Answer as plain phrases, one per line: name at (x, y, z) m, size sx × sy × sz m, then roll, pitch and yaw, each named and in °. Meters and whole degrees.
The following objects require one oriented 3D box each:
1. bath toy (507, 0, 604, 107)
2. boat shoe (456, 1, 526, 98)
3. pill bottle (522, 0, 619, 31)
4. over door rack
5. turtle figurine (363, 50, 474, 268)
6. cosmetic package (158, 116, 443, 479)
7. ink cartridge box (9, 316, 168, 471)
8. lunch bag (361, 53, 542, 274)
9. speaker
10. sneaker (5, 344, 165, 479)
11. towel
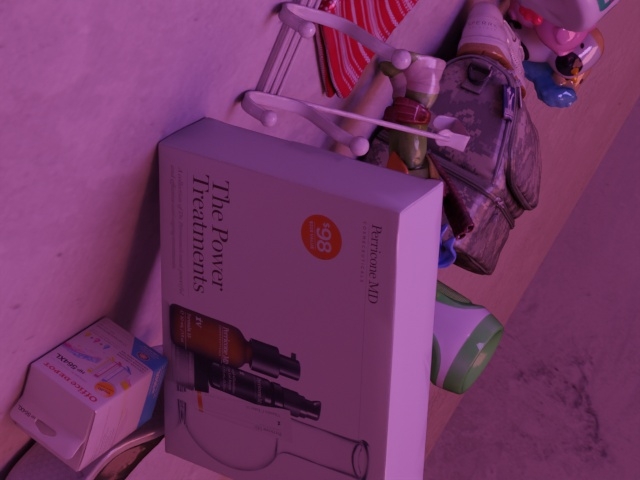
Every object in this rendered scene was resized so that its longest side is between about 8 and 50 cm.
bath toy at (0.341, -0.319, 2.192) m, size 0.348 × 0.151 × 0.129 m, roll 60°, pitch 37°, yaw -68°
boat shoe at (0.254, -0.273, 2.156) m, size 0.277 × 0.098 × 0.096 m, roll 50°, pitch 47°, yaw -76°
pill bottle at (0.399, -0.461, 1.934) m, size 0.361 × 0.204 × 0.204 m, roll -44°, pitch 161°, yaw -7°
over door rack at (0.098, -0.213, 1.618) m, size 0.324 × 0.108 × 0.240 m, roll 4°, pitch 122°, yaw -38°
turtle figurine at (0.054, -0.099, 1.844) m, size 0.198 × 0.274 × 0.266 m, roll 20°, pitch 79°, yaw -63°
cosmetic package at (-0.027, 0.089, 1.527) m, size 0.097 × 0.284 × 0.377 m, roll -36°, pitch 135°, yaw -51°
ink cartridge box at (-0.245, 0.163, 1.555) m, size 0.143 × 0.092 × 0.090 m, roll -35°, pitch 152°, yaw -52°
lunch bag at (0.202, -0.112, 2.114) m, size 0.256 × 0.212 × 0.305 m, roll -62°, pitch 162°, yaw -2°
speaker at (0.093, 0.081, 1.990) m, size 0.131 × 0.296 × 0.131 m, roll -50°, pitch 162°, yaw -23°
sneaker at (-0.244, 0.239, 1.697) m, size 0.295 × 0.104 × 0.147 m, roll -42°, pitch 161°, yaw -31°
towel at (0.087, -0.309, 1.739) m, size 0.275 × 0.031 × 0.199 m, roll -52°, pitch 162°, yaw -16°
